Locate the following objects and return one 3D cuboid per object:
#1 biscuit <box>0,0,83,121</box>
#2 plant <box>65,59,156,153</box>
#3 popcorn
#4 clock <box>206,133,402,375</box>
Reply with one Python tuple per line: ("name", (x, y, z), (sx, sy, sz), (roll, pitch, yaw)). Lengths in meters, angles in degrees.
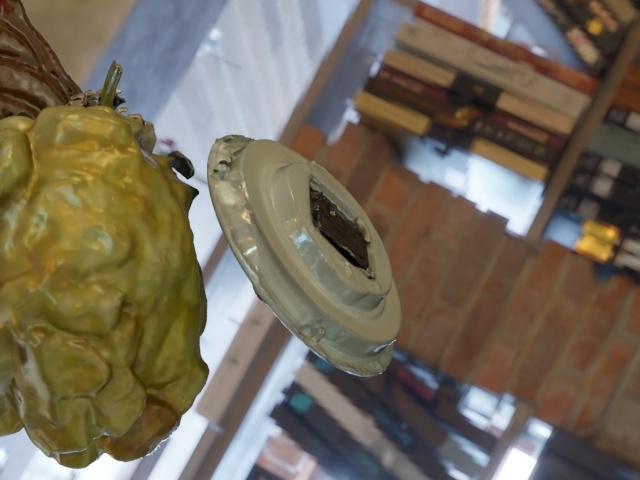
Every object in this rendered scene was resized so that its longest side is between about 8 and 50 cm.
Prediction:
("biscuit", (-0.332, -0.051, 1.300), (0.359, 0.074, 0.381), (3, -90, -38))
("plant", (-0.187, -0.091, 1.267), (0.122, 0.104, 0.116), (116, 163, -44))
("popcorn", (-0.191, 0.032, 1.142), (0.252, 0.215, 0.286), (-135, 41, -58))
("clock", (0.000, 0.000, 1.213), (0.053, 0.236, 0.236), (-35, -2, 19))
